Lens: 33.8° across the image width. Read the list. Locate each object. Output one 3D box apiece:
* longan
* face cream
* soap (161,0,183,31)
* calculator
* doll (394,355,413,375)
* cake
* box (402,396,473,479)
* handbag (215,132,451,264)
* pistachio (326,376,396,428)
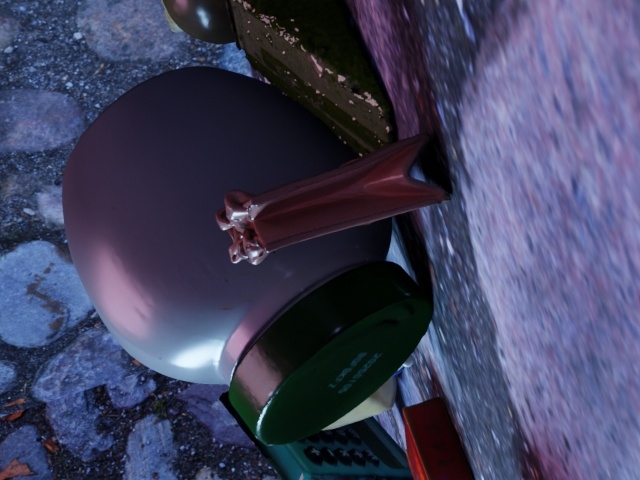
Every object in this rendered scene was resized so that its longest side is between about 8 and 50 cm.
[{"bbox_3d":[-0.125,-0.356,1.394,0.204,0.159,0.185,-36,-46,-54],"label":"longan"},{"bbox_3d":[-0.077,0.002,1.050,0.357,0.312,0.219,50,162,25],"label":"face cream"},{"bbox_3d":[-0.171,-0.433,1.488,0.274,0.173,0.089,78,172,-58],"label":"soap"},{"bbox_3d":[0.005,0.294,1.605,0.248,0.274,0.058,44,112,44],"label":"calculator"},{"bbox_3d":[0.081,0.127,1.288,0.099,0.057,0.143,46,168,30],"label":"doll"},{"bbox_3d":[0.021,-0.169,0.977,0.235,0.099,0.100,44,160,34],"label":"cake"},{"bbox_3d":[0.132,0.262,1.181,0.175,0.048,0.112,78,173,-57],"label":"box"},{"bbox_3d":[0.000,-0.029,0.825,0.212,0.157,0.059,169,83,-79],"label":"handbag"},{"bbox_3d":[0.025,0.183,1.509,0.299,0.187,0.187,33,-141,-85],"label":"pistachio"}]
